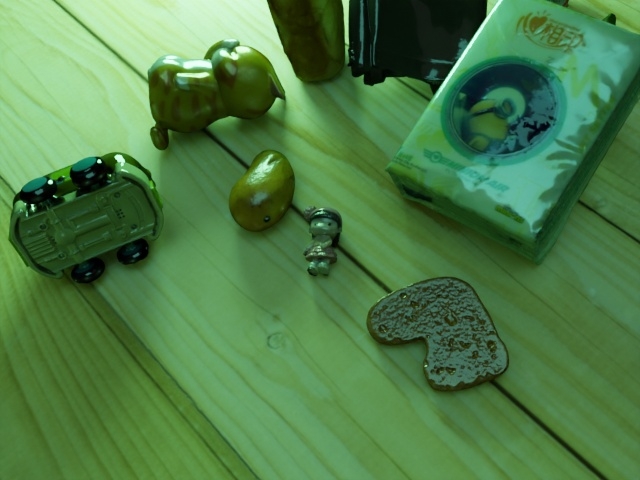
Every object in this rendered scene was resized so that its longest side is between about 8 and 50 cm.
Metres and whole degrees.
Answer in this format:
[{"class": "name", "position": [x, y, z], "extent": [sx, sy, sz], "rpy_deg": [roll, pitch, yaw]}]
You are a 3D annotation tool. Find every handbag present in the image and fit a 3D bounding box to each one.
[{"class": "handbag", "position": [0.190, -0.404, 1.330], "extent": [0.285, 0.113, 0.257], "rpy_deg": [9, 67, -12]}]

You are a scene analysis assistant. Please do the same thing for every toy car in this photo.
[{"class": "toy car", "position": [-0.410, -0.066, 1.181], "extent": [0.247, 0.204, 0.198], "rpy_deg": [-22, 37, -5]}]

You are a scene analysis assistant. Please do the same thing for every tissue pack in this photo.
[{"class": "tissue pack", "position": [0.337, -0.197, 1.132], "extent": [0.287, 0.162, 0.388], "rpy_deg": [30, 83, 23]}]

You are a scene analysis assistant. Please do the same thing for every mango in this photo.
[{"class": "mango", "position": [-0.099, -0.089, 1.205], "extent": [0.115, 0.089, 0.165], "rpy_deg": [18, 59, 26]}]

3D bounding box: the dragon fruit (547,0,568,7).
[{"class": "dragon fruit", "position": [0.490, -0.524, 1.426], "extent": [0.083, 0.056, 0.060], "rpy_deg": [14, 38, 6]}]

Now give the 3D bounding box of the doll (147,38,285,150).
[{"class": "doll", "position": [-0.211, -0.297, 1.299], "extent": [0.269, 0.162, 0.167], "rpy_deg": [-16, 28, 3]}]

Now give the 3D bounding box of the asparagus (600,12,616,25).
[{"class": "asparagus", "position": [0.526, -0.327, 1.287], "extent": [0.085, 0.082, 0.343], "rpy_deg": [9, 59, 16]}]

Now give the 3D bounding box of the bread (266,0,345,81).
[{"class": "bread", "position": [-0.029, -0.460, 1.301], "extent": [0.132, 0.294, 0.167], "rpy_deg": [-3, 59, 9]}]

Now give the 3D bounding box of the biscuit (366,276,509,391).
[{"class": "biscuit", "position": [0.180, 0.153, 1.056], "extent": [0.186, 0.036, 0.192], "rpy_deg": [-21, 59, -4]}]

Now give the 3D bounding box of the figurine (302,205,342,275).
[{"class": "figurine", "position": [0.000, 0.000, 1.162], "extent": [0.072, 0.054, 0.129], "rpy_deg": [-3, 65, 21]}]
